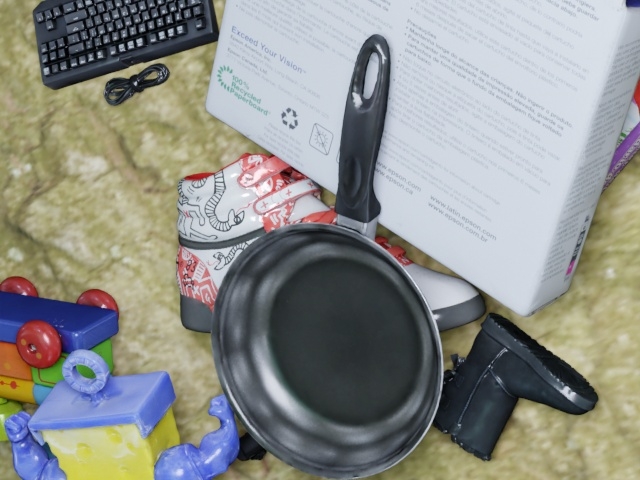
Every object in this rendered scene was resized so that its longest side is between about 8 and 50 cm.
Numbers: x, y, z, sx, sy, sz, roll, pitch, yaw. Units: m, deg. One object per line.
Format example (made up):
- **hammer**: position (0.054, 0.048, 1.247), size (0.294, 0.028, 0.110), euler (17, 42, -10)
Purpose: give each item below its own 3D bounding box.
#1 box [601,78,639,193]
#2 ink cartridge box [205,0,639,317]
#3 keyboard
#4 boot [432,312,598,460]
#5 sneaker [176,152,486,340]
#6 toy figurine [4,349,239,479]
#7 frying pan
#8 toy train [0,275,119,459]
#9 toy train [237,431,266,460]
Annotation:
- **box**: position (0.120, -0.151, 1.417), size (0.293, 0.057, 0.201), euler (46, 114, 18)
- **ink cartridge box**: position (0.077, -0.161, 1.321), size (0.324, 0.071, 0.330), euler (35, 128, 27)
- **keyboard**: position (-0.167, -0.173, 1.592), size (0.180, 0.023, 0.108), euler (-13, 87, 29)
- **boot**: position (0.144, 0.125, 1.429), size (0.121, 0.045, 0.099), euler (39, 108, 29)
- **sneaker**: position (-0.001, 0.000, 1.472), size (0.270, 0.090, 0.145), euler (0, 98, 31)
- **toy figurine**: position (-0.146, 0.191, 1.473), size (0.363, 0.191, 0.217), euler (-7, 110, 28)
- **frying pan**: position (-0.003, 0.018, 1.387), size (0.197, 0.053, 0.326), euler (-5, 98, 30)
- **toy train**: position (-0.291, 0.112, 1.642), size (0.248, 0.105, 0.143), euler (7, 110, 28)
- **toy train**: position (-0.013, 0.135, 1.519), size (0.158, 0.036, 0.027), euler (-38, 75, 25)
